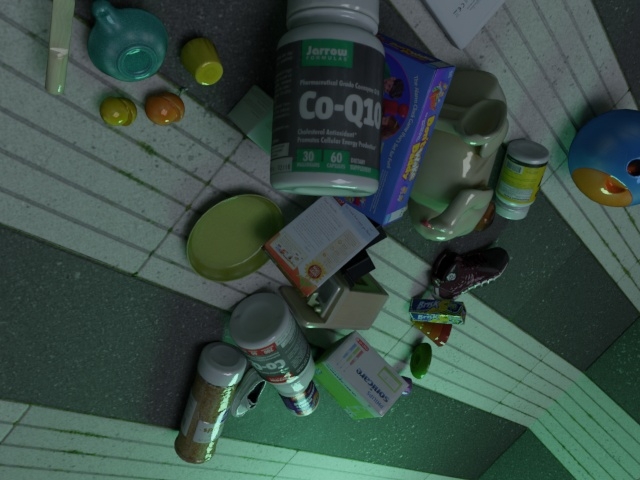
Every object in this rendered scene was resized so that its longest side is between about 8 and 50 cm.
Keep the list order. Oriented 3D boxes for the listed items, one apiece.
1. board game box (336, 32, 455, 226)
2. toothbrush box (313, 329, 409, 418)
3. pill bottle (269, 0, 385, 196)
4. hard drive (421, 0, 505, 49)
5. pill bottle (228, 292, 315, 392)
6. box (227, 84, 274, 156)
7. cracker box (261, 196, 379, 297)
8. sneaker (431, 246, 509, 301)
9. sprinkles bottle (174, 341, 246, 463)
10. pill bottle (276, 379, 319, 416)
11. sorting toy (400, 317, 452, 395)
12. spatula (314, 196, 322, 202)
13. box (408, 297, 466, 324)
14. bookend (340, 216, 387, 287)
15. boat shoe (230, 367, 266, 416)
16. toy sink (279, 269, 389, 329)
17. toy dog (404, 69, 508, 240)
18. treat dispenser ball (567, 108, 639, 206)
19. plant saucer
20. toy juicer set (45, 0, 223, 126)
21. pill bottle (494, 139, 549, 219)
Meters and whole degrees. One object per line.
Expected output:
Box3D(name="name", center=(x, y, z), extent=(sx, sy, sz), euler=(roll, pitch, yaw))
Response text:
Box3D(name="board game box", center=(0.111, -0.238, 1.285), extent=(0.078, 0.233, 0.347), euler=(-24, 139, -46))
Box3D(name="toothbrush box", center=(0.095, 0.384, 1.718), extent=(0.122, 0.206, 0.283), euler=(-43, 175, -20))
Box3D(name="pill bottle", center=(0.015, -0.268, 1.122), extent=(0.204, 0.204, 0.362), euler=(3, 88, -37))
Box3D(name="hard drive", center=(0.292, -0.573, 1.286), extent=(0.203, 0.040, 0.307), euler=(-49, 137, 9))
Box3D(name="pill bottle", center=(-0.117, 0.279, 1.612), extent=(0.161, 0.161, 0.283), euler=(-33, 137, -8))
Box3D(name="box", center=(-0.110, -0.236, 1.233), extent=(0.087, 0.102, 0.101), euler=(-48, 138, 4))
Box3D(name="cracker box", center=(0.000, 0.000, 1.429), extent=(0.232, 0.156, 0.067), euler=(-40, -178, -14))
Box3D(name="sneaker", center=(0.462, 0.074, 1.904), extent=(0.281, 0.106, 0.163), euler=(-32, 134, -8))
Box3D(name="sprinkles bottle", center=(-0.301, 0.440, 1.647), extent=(0.121, 0.121, 0.356), euler=(-1, 125, -35))
Box3D(name="pill bottle", center=(-0.075, 0.429, 1.807), extent=(0.108, 0.108, 0.194), euler=(-31, 137, -11))
Box3D(name="sorting toy", center=(0.307, 0.373, 2.066), extent=(0.126, 0.127, 0.366), euler=(19, 118, -12))
Box3D(name="spatula", center=(0.079, -0.141, 1.514), extent=(0.168, 0.019, 0.242), euler=(10, 117, -34))
Box3D(name="box", center=(0.365, 0.221, 1.914), extent=(0.059, 0.168, 0.054), euler=(58, 42, -47))
Box3D(name="bookend", center=(0.102, 0.007, 1.525), extent=(0.156, 0.157, 0.072), euler=(-29, 144, 5))
Box3D(name="boat shoe", center=(-0.204, 0.450, 1.764), extent=(0.066, 0.063, 0.184), euler=(14, 115, -42))
Box3D(name="toy sink", center=(0.038, 0.134, 1.612), extent=(0.234, 0.153, 0.131), euler=(10, 118, -39))
Box3D(name="toy dog", center=(0.304, -0.181, 1.494), extent=(0.395, 0.284, 0.408), euler=(-56, 151, -42))
Box3D(name="treat dispenser ball", center=(0.883, -0.241, 1.803), extent=(0.288, 0.288, 0.288), euler=(-19, 134, -22))
Box3D(name="plant saucer", center=(-0.197, -0.010, 1.407), extent=(0.240, 0.037, 0.241), euler=(-19, 133, -22))
Box3D(name="toy juicer set", center=(-0.342, -0.298, 1.036), extent=(0.209, 0.090, 0.328), euler=(-46, 148, 25))
Box3D(name="pill bottle", center=(0.573, -0.172, 1.764), extent=(0.119, 0.119, 0.209), euler=(-16, 133, -25))
